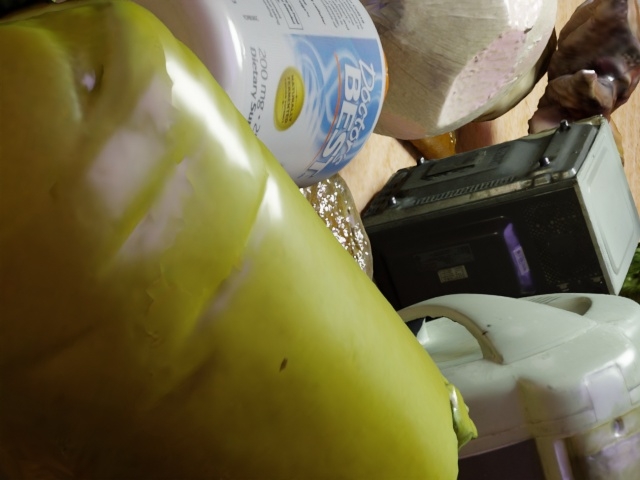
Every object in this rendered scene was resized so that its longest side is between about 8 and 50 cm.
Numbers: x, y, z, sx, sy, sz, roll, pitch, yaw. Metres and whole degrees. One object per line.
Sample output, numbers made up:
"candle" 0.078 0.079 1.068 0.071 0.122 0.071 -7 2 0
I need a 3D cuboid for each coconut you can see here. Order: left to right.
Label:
"coconut" 0.073 -0.195 1.142 0.230 0.227 0.227 -22 97 -71

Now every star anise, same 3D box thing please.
"star anise" 0.261 -0.115 1.433 0.350 0.109 0.292 -68 161 0

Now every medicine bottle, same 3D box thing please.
"medicine bottle" -0.056 -0.104 0.919 0.288 0.157 0.157 -13 89 -63

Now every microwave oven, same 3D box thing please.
"microwave oven" 0.151 -0.015 1.230 0.129 0.205 0.163 69 26 -15

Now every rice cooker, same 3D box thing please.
"rice cooker" 0.123 0.173 1.009 0.288 0.288 0.277 -29 105 -63

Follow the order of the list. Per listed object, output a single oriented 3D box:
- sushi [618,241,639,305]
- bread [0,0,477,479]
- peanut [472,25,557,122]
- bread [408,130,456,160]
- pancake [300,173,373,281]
"sushi" 0.343 0.184 1.541 0.294 0.178 0.352 -32 109 -60
"bread" -0.103 0.049 0.676 0.376 0.251 0.208 54 51 -42
"peanut" 0.165 -0.189 1.429 0.224 0.129 0.129 -42 115 -63
"bread" 0.098 -0.107 1.359 0.083 0.036 0.047 40 47 -47
"pancake" -0.001 0.000 1.126 0.151 0.025 0.152 39 44 -50
